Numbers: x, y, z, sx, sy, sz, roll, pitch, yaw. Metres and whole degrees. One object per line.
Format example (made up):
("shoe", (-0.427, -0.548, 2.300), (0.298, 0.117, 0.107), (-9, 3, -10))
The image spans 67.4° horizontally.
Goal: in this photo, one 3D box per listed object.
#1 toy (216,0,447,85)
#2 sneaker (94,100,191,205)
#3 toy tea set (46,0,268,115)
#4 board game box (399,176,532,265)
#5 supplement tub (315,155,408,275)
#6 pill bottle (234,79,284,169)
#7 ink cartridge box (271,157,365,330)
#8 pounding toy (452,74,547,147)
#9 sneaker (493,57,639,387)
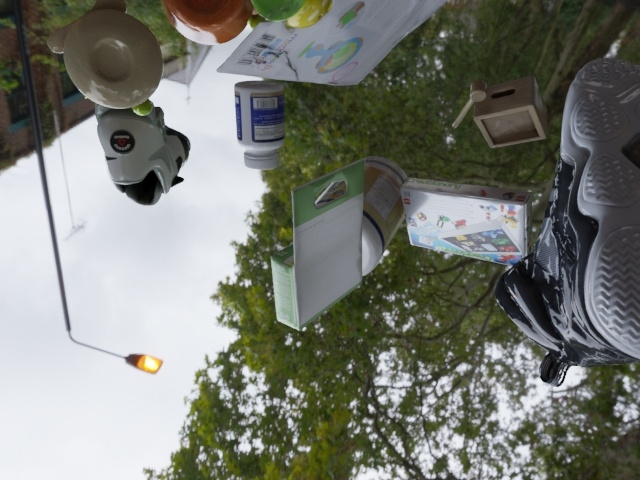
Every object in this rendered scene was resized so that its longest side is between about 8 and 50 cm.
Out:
("toy", (0.022, -0.187, 0.374), (0.056, 0.137, 0.237), (54, -149, 0))
("sneaker", (-0.299, -0.129, 0.818), (0.123, 0.146, 0.330), (-1, 180, -3))
("toy tea set", (-0.198, -0.299, 0.442), (0.200, 0.336, 0.124), (-26, -157, 1))
("board game box", (0.352, -0.047, 1.171), (0.305, 0.193, 0.053), (14, -133, 36))
("supplement tub", (0.106, -0.073, 1.309), (0.228, 0.228, 0.316), (23, -136, 15))
("pill bottle", (-0.137, -0.263, 1.098), (0.112, 0.186, 0.112), (2, -154, -1))
("ink cartridge box", (0.000, 0.000, 0.747), (0.056, 0.235, 0.171), (19, -146, 36))
("pounding toy", (0.392, -0.309, 1.087), (0.181, 0.206, 0.094), (-5, -117, 36))
("sneaker", (0.209, -0.018, 0.386), (0.101, 0.153, 0.268), (18, -121, -1))
